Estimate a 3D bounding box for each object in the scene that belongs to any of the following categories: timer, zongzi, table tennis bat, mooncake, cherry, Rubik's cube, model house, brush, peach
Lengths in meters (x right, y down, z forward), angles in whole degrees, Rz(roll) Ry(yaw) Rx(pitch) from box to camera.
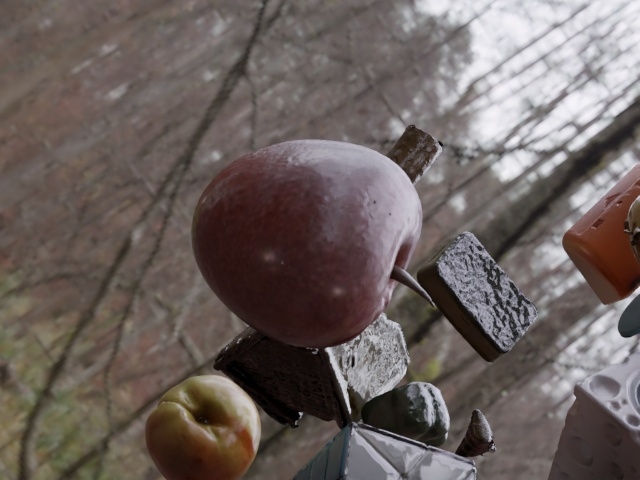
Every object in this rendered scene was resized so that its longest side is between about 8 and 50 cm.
[{"bbox_3d":[0.575,-0.012,2.150,0.161,0.257,0.250,47,-1,-7],"label":"timer"},{"bbox_3d":[0.262,0.326,1.988,0.083,0.073,0.067,-60,-145,33],"label":"zongzi"},{"bbox_3d":[0.613,0.125,2.256,0.033,0.124,0.201,40,-18,-9],"label":"table tennis bat"},{"bbox_3d":[0.158,0.339,2.290,0.168,0.175,0.104,-47,-132,48],"label":"mooncake"},{"bbox_3d":[0.000,0.000,1.304,0.285,0.236,0.212,25,-69,21],"label":"cherry"},{"bbox_3d":[0.086,0.444,1.875,0.221,0.231,0.224,20,-38,-15],"label":"Rubik's cube"},{"bbox_3d":[-0.024,0.190,2.363,0.283,0.317,0.297,12,-58,30],"label":"model house"},{"bbox_3d":[0.256,0.090,1.992,0.197,0.123,0.059,49,-36,-4],"label":"brush"},{"bbox_3d":[-0.178,0.302,1.885,0.184,0.184,0.184,51,-13,17],"label":"peach"}]

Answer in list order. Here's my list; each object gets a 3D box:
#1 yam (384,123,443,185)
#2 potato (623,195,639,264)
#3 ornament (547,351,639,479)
[{"bbox_3d":[0.153,-0.139,2.208,0.084,0.127,0.084,35,-16,12],"label":"yam"},{"bbox_3d":[0.353,-0.001,1.024,0.161,0.235,0.128,1,-80,39],"label":"potato"},{"bbox_3d":[0.545,0.338,1.954,0.239,0.240,0.239,43,-40,37],"label":"ornament"}]
